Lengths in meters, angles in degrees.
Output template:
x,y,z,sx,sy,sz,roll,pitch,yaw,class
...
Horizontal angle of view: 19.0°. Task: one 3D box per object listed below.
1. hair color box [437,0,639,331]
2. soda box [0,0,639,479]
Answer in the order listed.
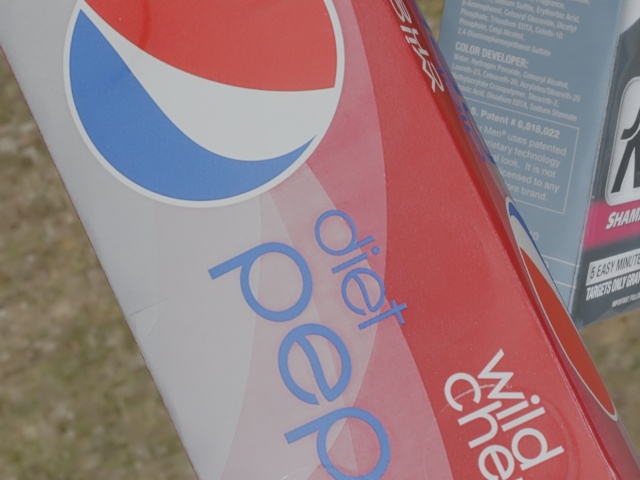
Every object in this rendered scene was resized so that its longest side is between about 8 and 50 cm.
x,y,z,sx,sy,sz,roll,pitch,yaw,class
0.166,-0.153,1.040,0.113,0.374,0.185,18,-161,35,hair color box
0.000,0.000,0.465,0.092,0.263,0.083,-26,175,9,soda box
